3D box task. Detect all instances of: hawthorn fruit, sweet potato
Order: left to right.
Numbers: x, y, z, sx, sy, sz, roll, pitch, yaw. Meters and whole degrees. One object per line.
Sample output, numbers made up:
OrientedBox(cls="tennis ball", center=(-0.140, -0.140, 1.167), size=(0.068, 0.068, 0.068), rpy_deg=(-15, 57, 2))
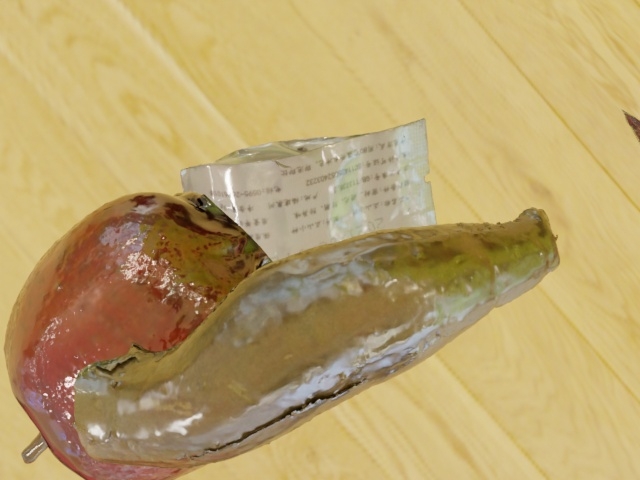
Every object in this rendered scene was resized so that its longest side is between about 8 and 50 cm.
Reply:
OrientedBox(cls="hawthorn fruit", center=(-0.133, 0.079, 1.032), size=(0.249, 0.215, 0.215), rpy_deg=(-36, 98, 15))
OrientedBox(cls="sweet potato", center=(0.000, 0.043, 0.765), size=(0.285, 0.112, 0.085), rpy_deg=(-28, 97, -7))

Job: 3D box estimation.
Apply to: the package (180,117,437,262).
OrientedBox(cls="package", center=(0.000, 0.000, 1.388), size=(0.251, 0.062, 0.204), rpy_deg=(-12, 115, -12))

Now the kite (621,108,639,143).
OrientedBox(cls="kite", center=(0.318, -0.080, 1.292), size=(0.125, 0.222, 0.008), rpy_deg=(40, 87, -11))
